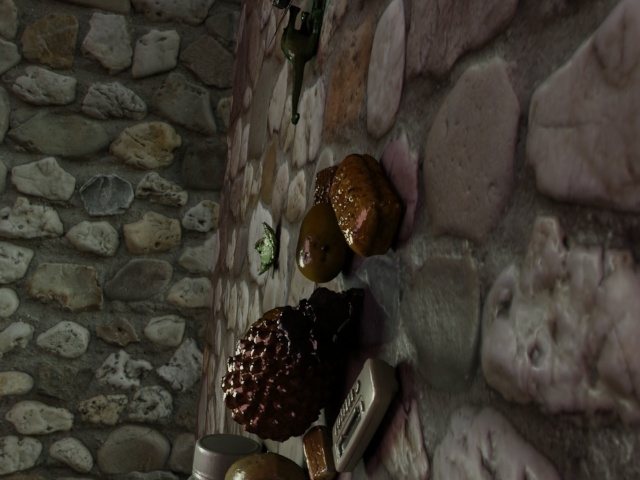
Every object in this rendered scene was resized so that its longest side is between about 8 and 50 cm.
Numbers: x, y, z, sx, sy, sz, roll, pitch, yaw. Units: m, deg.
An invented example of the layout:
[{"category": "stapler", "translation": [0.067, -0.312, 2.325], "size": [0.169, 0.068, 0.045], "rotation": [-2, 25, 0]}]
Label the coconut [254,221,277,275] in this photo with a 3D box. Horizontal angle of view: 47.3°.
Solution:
[{"category": "coconut", "translation": [-0.159, 0.025, 2.146], "size": [0.133, 0.055, 0.158], "rotation": [-167, 85, -77]}]

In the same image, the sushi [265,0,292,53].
[{"category": "sushi", "translation": [-0.084, -0.671, 1.905], "size": [0.294, 0.059, 0.292], "rotation": [-50, 19, 49]}]

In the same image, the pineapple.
[{"category": "pineapple", "translation": [-0.043, 0.210, 1.383], "size": [0.357, 0.223, 0.222], "rotation": [-58, 28, 37]}]

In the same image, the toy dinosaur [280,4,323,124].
[{"category": "toy dinosaur", "translation": [-0.067, -0.466, 1.947], "size": [0.447, 0.087, 0.300], "rotation": [-131, 49, -74]}]

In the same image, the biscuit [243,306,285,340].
[{"category": "biscuit", "translation": [-0.127, 0.294, 1.717], "size": [0.296, 0.075, 0.295], "rotation": [-33, 47, 43]}]

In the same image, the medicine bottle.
[{"category": "medicine bottle", "translation": [-0.268, 0.714, 1.978], "size": [0.208, 0.208, 0.339], "rotation": [-164, 81, -75]}]

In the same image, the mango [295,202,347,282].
[{"category": "mango", "translation": [0.000, 0.000, 1.468], "size": [0.195, 0.098, 0.137], "rotation": [-98, 15, -57]}]

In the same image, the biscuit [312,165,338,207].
[{"category": "biscuit", "translation": [0.003, -0.049, 1.616], "size": [0.131, 0.025, 0.230], "rotation": [175, 101, -75]}]

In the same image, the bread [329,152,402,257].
[{"category": "bread", "translation": [0.073, -0.063, 1.244], "size": [0.211, 0.083, 0.113], "rotation": [-111, 35, -58]}]

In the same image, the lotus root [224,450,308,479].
[{"category": "lotus root", "translation": [-0.124, 0.532, 1.575], "size": [0.343, 0.169, 0.151], "rotation": [135, 145, -69]}]

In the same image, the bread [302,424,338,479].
[{"category": "bread", "translation": [0.002, 0.405, 1.384], "size": [0.072, 0.053, 0.106], "rotation": [-44, 39, 32]}]

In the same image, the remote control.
[{"category": "remote control", "translation": [0.068, 0.282, 1.174], "size": [0.090, 0.049, 0.230], "rotation": [-99, 21, -43]}]
